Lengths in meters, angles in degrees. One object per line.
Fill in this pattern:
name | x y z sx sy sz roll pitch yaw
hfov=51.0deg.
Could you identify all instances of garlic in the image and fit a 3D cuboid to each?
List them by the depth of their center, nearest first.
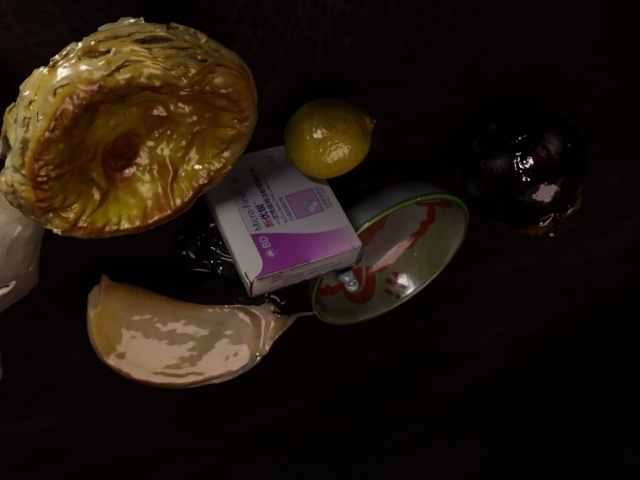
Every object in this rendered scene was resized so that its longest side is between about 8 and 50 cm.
garlic | -0.194 0.150 1.048 0.339 0.151 0.196 11 141 -11

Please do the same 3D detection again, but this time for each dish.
dish | 0.098 0.001 1.209 0.324 0.124 0.324 -24 146 -17

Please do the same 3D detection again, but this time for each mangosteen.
mangosteen | 0.363 -0.100 1.156 0.211 0.211 0.250 -33 120 8

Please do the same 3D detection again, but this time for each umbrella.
umbrella | -0.138 0.033 1.063 0.272 0.122 0.110 67 41 -58

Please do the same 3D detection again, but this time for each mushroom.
mushroom | -0.381 0.008 0.806 0.108 0.096 0.247 17 128 -26

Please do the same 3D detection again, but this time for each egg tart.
egg tart | -0.206 -0.123 0.718 0.295 0.116 0.294 -31 154 -17

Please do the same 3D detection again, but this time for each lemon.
lemon | 0.011 -0.139 0.905 0.133 0.109 0.109 -25 152 4

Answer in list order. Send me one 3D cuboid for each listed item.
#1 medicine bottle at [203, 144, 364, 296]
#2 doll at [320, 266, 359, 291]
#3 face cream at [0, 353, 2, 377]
medicine bottle | -0.059 -0.033 0.917 0.171 0.201 0.052 -15 151 -23
doll | 0.000 0.000 1.002 0.102 0.227 0.075 -24 136 -15
face cream | -0.556 0.134 0.716 0.313 0.219 0.357 -28 149 10
